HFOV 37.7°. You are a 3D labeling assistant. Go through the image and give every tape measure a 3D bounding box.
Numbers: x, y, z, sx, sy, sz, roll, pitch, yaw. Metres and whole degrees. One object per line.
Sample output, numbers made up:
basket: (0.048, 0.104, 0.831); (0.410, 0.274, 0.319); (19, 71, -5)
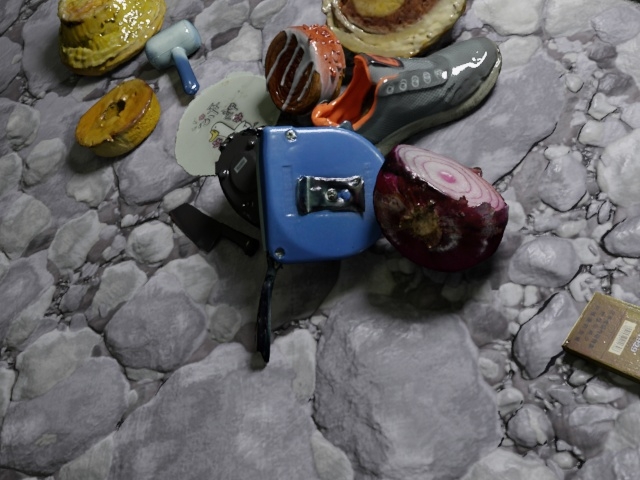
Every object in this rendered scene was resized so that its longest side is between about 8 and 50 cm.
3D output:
tape measure: (0.000, 0.000, 1.390); (0.215, 0.098, 0.352); (-3, 89, -12)

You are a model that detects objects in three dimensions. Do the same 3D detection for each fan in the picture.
fan: (-0.122, -0.174, 1.670); (0.233, 0.012, 0.414); (-49, 48, -3)

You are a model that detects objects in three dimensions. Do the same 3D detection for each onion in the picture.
onion: (0.176, -0.050, 1.341); (0.195, 0.140, 0.218); (23, 25, 15)

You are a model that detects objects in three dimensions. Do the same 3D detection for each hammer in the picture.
hammer: (-0.277, -0.349, 1.852); (0.116, 0.069, 0.194); (-29, 53, 5)

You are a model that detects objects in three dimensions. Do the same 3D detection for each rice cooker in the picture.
rice cooker: (-0.088, -0.099, 1.515); (0.142, 0.118, 0.203); (-49, 52, 16)

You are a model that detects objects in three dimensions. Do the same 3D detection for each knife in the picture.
knife: (-0.191, -0.015, 1.587); (0.230, 0.028, 0.060); (28, 85, 41)

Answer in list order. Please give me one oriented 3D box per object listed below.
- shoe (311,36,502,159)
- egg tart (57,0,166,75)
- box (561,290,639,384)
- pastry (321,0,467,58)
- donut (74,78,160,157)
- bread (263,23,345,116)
shoe: (0.120, -0.249, 1.485); (0.336, 0.171, 0.132); (-33, 47, 4)
egg tart: (-0.468, -0.486, 2.016); (0.293, 0.123, 0.294); (-14, 53, 19)
box: (0.381, 0.124, 1.168); (0.133, 0.023, 0.090); (22, 71, 38)
pastry: (0.136, -0.431, 1.613); (0.255, 0.170, 0.237); (11, 104, 15)
donut: (-0.389, -0.233, 1.828); (0.178, 0.065, 0.162); (-38, 43, 0)
bread: (-0.028, -0.293, 1.609); (0.160, 0.073, 0.161); (10, 102, 51)
